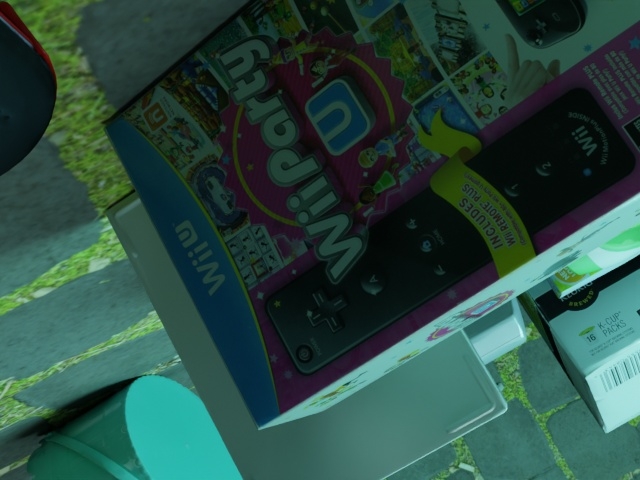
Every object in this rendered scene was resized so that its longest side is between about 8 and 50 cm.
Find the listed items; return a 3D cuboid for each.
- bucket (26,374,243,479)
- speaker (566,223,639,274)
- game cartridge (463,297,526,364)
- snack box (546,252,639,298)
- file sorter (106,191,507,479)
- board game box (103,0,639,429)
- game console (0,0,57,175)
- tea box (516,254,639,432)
[{"bbox_3d":[-0.249,0.339,1.193,0.183,0.281,0.281,-40,162,15],"label":"bucket"},{"bbox_3d":[0.333,-0.090,0.768,0.296,0.131,0.131,-36,163,22],"label":"speaker"},{"bbox_3d":[0.088,0.052,0.898,0.198,0.297,0.062,-26,121,-2],"label":"game cartridge"},{"bbox_3d":[0.280,-0.069,0.920,0.174,0.207,0.070,-30,164,7],"label":"snack box"},{"bbox_3d":[0.000,0.052,0.691,0.192,0.278,0.173,-32,169,10],"label":"file sorter"},{"bbox_3d":[0.048,-0.059,0.508,0.303,0.224,0.097,-35,165,19],"label":"board game box"},{"bbox_3d":[-0.317,-0.024,0.284,0.386,0.060,0.342,-30,165,2],"label":"game console"},{"bbox_3d":[0.416,0.009,1.105,0.329,0.324,0.220,-31,141,6],"label":"tea box"}]
